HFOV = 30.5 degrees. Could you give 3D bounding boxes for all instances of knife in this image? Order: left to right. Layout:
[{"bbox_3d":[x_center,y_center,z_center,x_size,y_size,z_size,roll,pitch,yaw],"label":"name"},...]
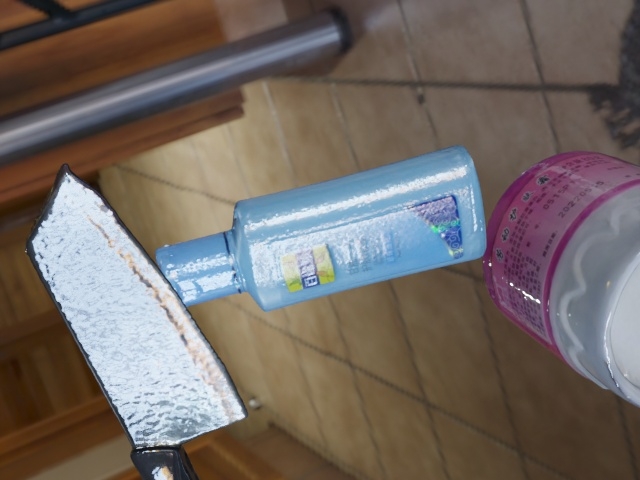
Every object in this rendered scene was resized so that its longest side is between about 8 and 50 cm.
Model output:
[{"bbox_3d":[-0.068,0.065,0.509,0.028,0.060,0.230,-102,-7,-60],"label":"knife"}]

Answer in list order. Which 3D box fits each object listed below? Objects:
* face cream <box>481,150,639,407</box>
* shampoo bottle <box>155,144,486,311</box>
[{"bbox_3d":[0.250,0.029,0.963,0.195,0.175,0.175,-140,33,-65],"label":"face cream"},{"bbox_3d":[0.000,0.000,0.936,0.061,0.258,0.104,-107,4,-52],"label":"shampoo bottle"}]
